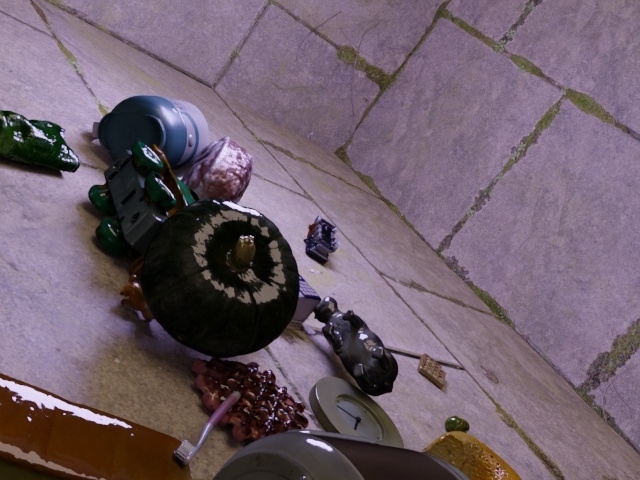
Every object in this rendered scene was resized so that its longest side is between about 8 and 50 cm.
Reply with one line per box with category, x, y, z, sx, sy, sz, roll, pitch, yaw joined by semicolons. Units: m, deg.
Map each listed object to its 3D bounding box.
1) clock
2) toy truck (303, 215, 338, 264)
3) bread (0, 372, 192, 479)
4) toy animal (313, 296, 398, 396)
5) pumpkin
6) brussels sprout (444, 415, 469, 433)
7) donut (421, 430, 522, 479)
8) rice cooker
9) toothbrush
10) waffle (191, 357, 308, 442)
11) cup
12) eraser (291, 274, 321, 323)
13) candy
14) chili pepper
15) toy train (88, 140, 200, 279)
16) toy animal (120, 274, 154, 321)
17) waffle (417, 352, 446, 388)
clock;0.076;0.381;1.562;0.235;0.029;0.235;34;17;-12
toy truck;0.000;0.000;2.433;0.083;0.092;0.192;32;23;-15
bread;-0.327;0.257;0.904;0.361;0.077;0.138;30;17;-27
toy animal;0.070;0.228;1.742;0.168;0.106;0.343;56;-5;-33
pumpkin;-0.173;0.066;1.359;0.300;0.207;0.300;18;57;-30
brussels sprout;0.346;0.471;1.885;0.051;0.046;0.083;42;5;32
donut;0.352;0.517;1.668;0.259;0.101;0.152;35;9;8
rice cooker;0.040;0.388;0.859;0.325;0.335;0.335;22;21;-40
toothbrush;-0.163;0.272;1.108;0.025;0.020;0.286;41;9;3
waffle;-0.120;0.294;1.323;0.221;0.055;0.234;18;20;-46
cup;-0.475;-0.286;2.016;0.289;0.219;0.257;10;7;18
eraser;-0.133;0.083;1.869;0.287;0.086;0.130;46;18;31
candy;-0.279;-0.150;1.959;0.157;0.214;0.290;36;38;-16
chili pepper;-0.653;-0.223;1.596;0.270;0.099;0.136;18;48;-66
toy train;-0.357;-0.054;1.633;0.249;0.178;0.429;41;10;-40
toy animal;-0.325;0.110;1.377;0.083;0.081;0.060;21;15;14
waffle;0.326;0.379;2.156;0.092;0.021;0.135;37;15;6
